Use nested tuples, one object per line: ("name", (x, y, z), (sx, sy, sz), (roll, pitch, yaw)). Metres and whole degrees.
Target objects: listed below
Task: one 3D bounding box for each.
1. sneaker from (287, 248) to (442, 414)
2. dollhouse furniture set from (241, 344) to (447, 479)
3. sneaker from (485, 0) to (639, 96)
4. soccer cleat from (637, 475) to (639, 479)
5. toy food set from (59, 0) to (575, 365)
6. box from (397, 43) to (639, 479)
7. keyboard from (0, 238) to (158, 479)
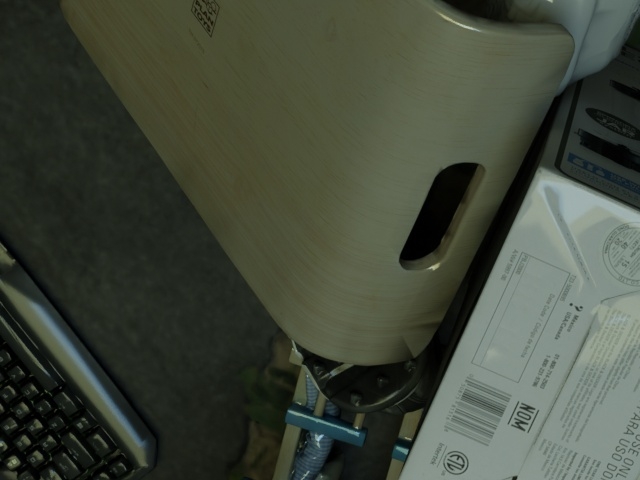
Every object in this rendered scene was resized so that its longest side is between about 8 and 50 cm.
("sneaker", (0.000, 0.000, 0.906), (0.078, 0.106, 0.234), (-32, 63, 9))
("dollhouse furniture set", (0.024, 0.142, 0.908), (0.129, 0.183, 0.129), (17, 111, 8))
("sneaker", (0.231, -0.192, 0.730), (0.210, 0.137, 0.366), (30, 87, 0))
("soccer cleat", (0.228, 0.082, 0.899), (0.095, 0.083, 0.248), (17, 108, 3))
("toy food set", (-0.015, -0.119, 0.788), (0.306, 0.092, 0.219), (53, 145, 25))
("box", (0.120, 0.016, 0.788), (0.087, 0.290, 0.169), (23, 110, 3))
("keyboard", (-0.263, 0.062, 1.034), (0.201, 0.033, 0.317), (-36, 96, 21))
